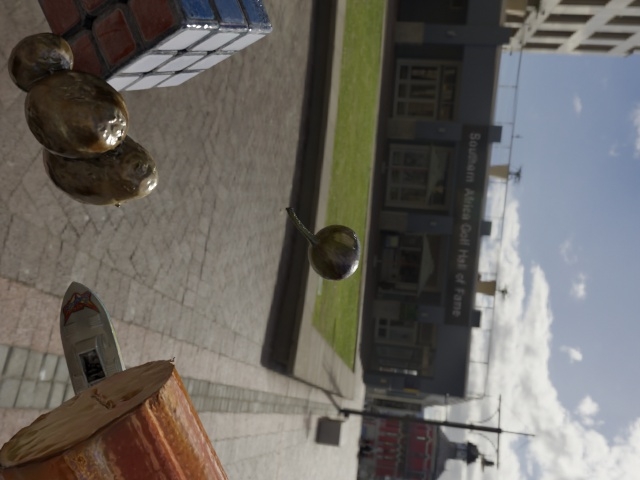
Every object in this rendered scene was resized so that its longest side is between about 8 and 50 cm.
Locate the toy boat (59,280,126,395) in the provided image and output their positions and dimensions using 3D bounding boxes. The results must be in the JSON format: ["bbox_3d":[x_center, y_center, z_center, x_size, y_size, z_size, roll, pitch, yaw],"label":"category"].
[{"bbox_3d":[-0.576,0.237,1.412,0.088,0.129,0.295,99,-29,-73],"label":"toy boat"}]

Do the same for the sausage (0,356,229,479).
[{"bbox_3d":[-0.228,0.330,0.707,0.233,0.233,0.287,-52,120,-75],"label":"sausage"}]

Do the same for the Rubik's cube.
[{"bbox_3d":[-0.326,-0.483,1.103,0.301,0.303,0.305,-32,104,-60],"label":"Rubik's cube"}]

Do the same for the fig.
[{"bbox_3d":[0.000,0.000,1.448,0.245,0.149,0.149,38,48,-35],"label":"fig"}]

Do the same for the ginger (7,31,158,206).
[{"bbox_3d":[-0.389,-0.182,0.941,0.155,0.244,0.304,-39,149,-28],"label":"ginger"}]
